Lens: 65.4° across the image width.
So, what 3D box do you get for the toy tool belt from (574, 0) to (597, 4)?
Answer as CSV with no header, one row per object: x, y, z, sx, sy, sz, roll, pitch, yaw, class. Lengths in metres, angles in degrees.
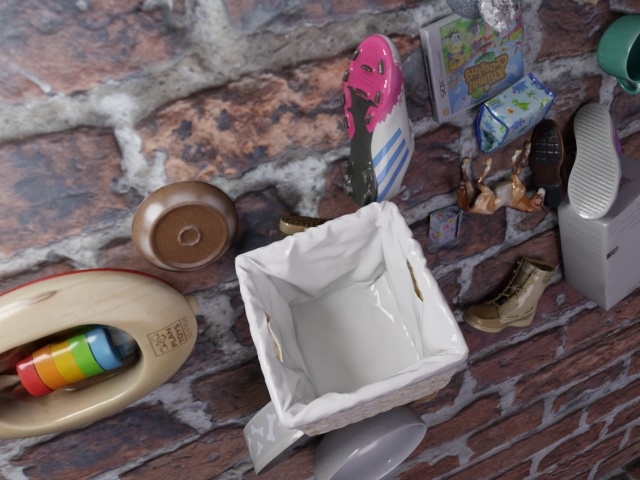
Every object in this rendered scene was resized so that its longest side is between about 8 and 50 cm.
0.526,-0.507,0.973,0.052,0.051,0.083,-23,127,-11,toy tool belt

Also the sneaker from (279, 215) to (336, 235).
0.000,0.000,1.037,0.192,0.064,0.086,1,115,-30,sneaker

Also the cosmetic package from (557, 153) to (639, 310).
0.778,-0.013,1.333,0.217,0.156,0.385,-38,131,-4,cosmetic package

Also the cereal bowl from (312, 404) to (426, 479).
0.120,0.561,1.394,0.339,0.141,0.338,-21,138,-20,cereal bowl

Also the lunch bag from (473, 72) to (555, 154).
0.400,-0.256,1.051,0.129,0.096,0.151,-34,158,-2,lunch bag

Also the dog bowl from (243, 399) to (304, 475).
-0.027,0.403,1.178,0.349,0.102,0.348,-32,159,-14,dog bowl

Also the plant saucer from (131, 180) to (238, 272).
-0.246,-0.014,0.929,0.199,0.036,0.198,-12,124,-19,plant saucer

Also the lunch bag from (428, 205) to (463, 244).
0.301,-0.038,1.169,0.083,0.053,0.071,-21,129,-24,lunch bag

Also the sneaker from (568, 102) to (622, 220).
0.658,-0.162,1.162,0.161,0.102,0.281,27,70,-45,sneaker

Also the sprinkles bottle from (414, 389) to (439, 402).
0.214,0.326,1.261,0.121,0.121,0.355,-40,145,2,sprinkles bottle

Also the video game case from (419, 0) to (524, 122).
0.305,-0.360,0.979,0.213,0.023,0.193,-27,129,-8,video game case

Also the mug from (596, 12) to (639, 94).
0.662,-0.405,1.076,0.130,0.097,0.157,-1,121,-26,mug

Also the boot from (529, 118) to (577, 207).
0.563,-0.198,1.196,0.106,0.082,0.219,-36,124,-34,boot

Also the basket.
0.056,0.160,0.953,0.332,0.328,0.266,-21,152,-2,basket

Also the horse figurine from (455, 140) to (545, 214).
0.411,-0.123,1.159,0.264,0.066,0.174,-17,121,-17,horse figurine

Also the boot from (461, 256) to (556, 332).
0.520,0.146,1.366,0.262,0.095,0.203,1,120,-28,boot

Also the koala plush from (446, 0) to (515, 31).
0.228,-0.446,0.795,0.203,0.196,0.221,-37,130,15,koala plush

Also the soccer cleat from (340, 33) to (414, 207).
0.118,-0.220,0.939,0.143,0.116,0.331,-23,132,-31,soccer cleat

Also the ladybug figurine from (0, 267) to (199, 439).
-0.438,0.180,0.881,0.450,0.162,0.304,-17,126,-15,ladybug figurine
